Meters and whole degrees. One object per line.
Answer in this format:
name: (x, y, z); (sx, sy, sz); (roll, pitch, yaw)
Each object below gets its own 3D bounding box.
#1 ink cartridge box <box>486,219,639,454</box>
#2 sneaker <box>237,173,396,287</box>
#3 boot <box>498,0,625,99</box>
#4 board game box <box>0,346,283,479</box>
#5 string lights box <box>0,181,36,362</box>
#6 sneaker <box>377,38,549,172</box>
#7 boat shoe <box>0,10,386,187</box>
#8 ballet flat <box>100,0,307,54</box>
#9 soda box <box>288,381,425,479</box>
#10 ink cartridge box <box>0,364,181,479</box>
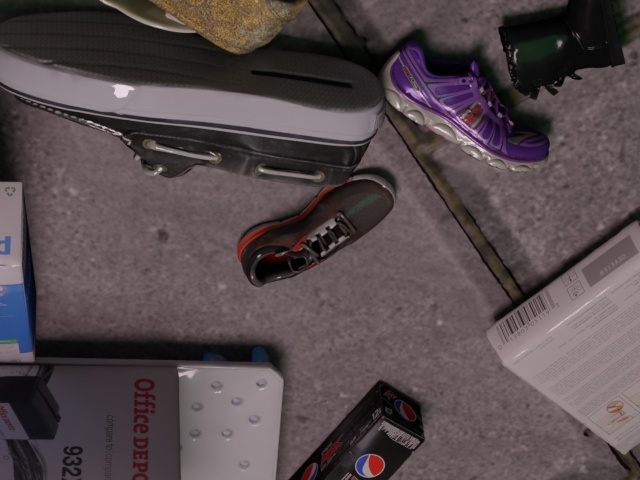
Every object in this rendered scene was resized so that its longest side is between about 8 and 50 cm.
ink cartridge box: (0.292, 0.095, 1.831); (0.181, 0.056, 0.225); (-38, 136, 17)
sneaker: (0.000, 0.000, 1.726); (0.158, 0.065, 0.061); (-30, 119, 13)
boot: (0.200, -0.183, 1.646); (0.099, 0.045, 0.121); (-14, 122, 7)
board game box: (-0.243, 0.265, 1.876); (0.390, 0.050, 0.390); (2, 121, -6)
string lights box: (-0.310, 0.032, 1.629); (0.133, 0.077, 0.259); (1, 159, -6)
sneaker: (0.132, -0.116, 1.668); (0.170, 0.068, 0.071); (28, 110, -19)
boat shoe: (-0.115, -0.102, 1.620); (0.335, 0.121, 0.119); (11, 125, -8)
ballet flat: (-0.175, -0.247, 1.539); (0.348, 0.123, 0.123); (25, 116, -19)
soda box: (0.028, 0.219, 1.865); (0.053, 0.060, 0.169); (32, 114, -20)
ink cartridge box: (-0.273, 0.218, 1.684); (0.307, 0.223, 0.129); (1, 120, -5)
